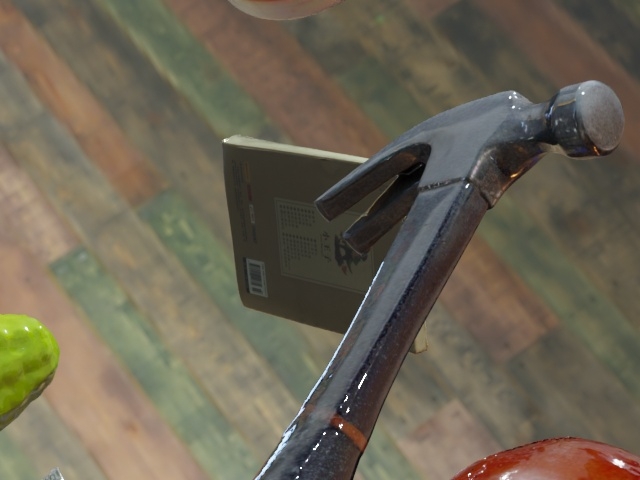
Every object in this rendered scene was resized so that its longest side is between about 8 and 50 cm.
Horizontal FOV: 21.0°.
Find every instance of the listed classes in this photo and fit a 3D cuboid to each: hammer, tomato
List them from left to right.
[{"bbox_3d":[0.012,0.052,0.687,0.137,0.290,0.037,-10,-50,48],"label":"hammer"},{"bbox_3d":[0.153,0.162,0.871,0.189,0.099,0.173,35,-14,20],"label":"tomato"}]

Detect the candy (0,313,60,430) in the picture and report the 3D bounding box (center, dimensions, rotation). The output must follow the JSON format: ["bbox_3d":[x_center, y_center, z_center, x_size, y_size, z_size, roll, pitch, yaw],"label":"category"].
[{"bbox_3d":[-0.223,0.083,0.825,0.097,0.209,0.097,42,-39,46],"label":"candy"}]

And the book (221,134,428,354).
[{"bbox_3d":[0.000,0.000,1.267,0.198,0.016,0.139,13,-66,47],"label":"book"}]

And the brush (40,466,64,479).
[{"bbox_3d":[-0.118,0.239,0.853,0.013,0.103,0.272,45,7,-49],"label":"brush"}]

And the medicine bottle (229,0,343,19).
[{"bbox_3d":[-0.078,-0.401,1.632,0.211,0.211,0.371,37,-13,42],"label":"medicine bottle"}]
